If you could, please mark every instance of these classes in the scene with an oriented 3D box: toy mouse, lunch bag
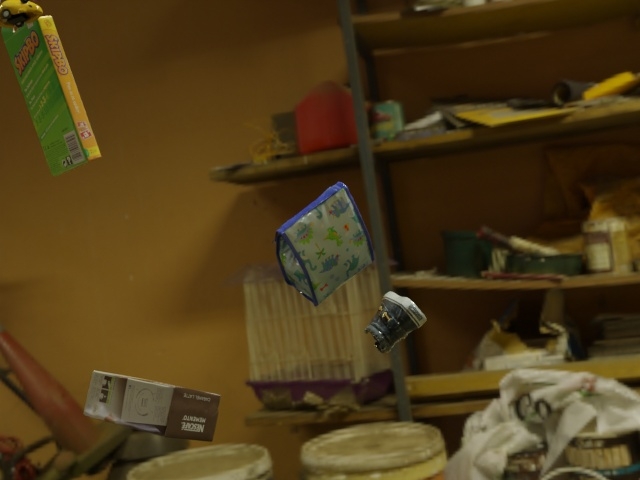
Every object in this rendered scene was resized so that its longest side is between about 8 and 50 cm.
[{"bbox_3d":[-0.407,-0.313,1.044,0.161,0.031,0.143,-16,-8,13],"label":"toy mouse"},{"bbox_3d":[0.000,0.000,1.234,0.129,0.151,0.096,-39,52,-20],"label":"lunch bag"}]

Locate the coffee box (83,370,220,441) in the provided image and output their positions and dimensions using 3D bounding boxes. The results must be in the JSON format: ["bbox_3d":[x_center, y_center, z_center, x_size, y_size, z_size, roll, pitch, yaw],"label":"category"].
[{"bbox_3d":[-0.345,0.338,1.685,0.247,0.098,0.141,2,-13,38],"label":"coffee box"}]

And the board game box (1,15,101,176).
[{"bbox_3d":[-0.442,-0.242,1.343,0.124,0.259,0.039,-12,12,45],"label":"board game box"}]

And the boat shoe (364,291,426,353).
[{"bbox_3d":[0.105,0.130,1.309,0.083,0.065,0.183,-38,0,-6],"label":"boat shoe"}]
